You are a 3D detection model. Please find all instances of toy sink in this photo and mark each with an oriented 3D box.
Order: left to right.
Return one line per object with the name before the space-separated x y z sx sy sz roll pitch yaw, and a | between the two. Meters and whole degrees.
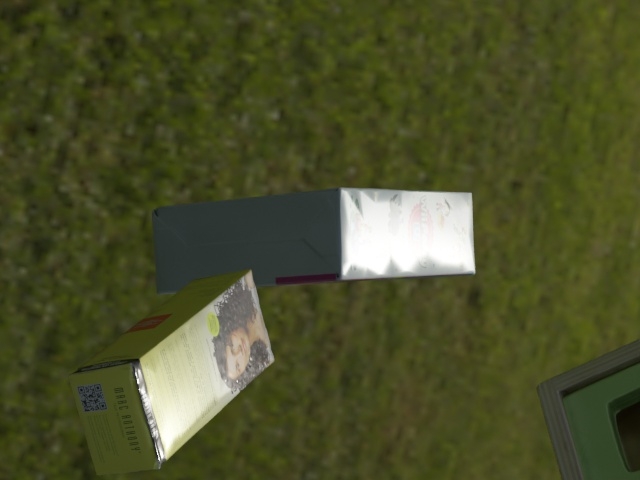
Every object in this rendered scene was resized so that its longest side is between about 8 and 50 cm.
toy sink | 0.298 0.144 1.377 0.131 0.234 0.153 53 19 -41

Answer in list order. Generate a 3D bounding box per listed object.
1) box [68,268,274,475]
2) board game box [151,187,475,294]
box | -0.110 0.098 1.462 0.232 0.058 0.087 -41 120 -62
board game box | 0.000 0.000 1.977 0.303 0.224 0.097 -3 90 -60
